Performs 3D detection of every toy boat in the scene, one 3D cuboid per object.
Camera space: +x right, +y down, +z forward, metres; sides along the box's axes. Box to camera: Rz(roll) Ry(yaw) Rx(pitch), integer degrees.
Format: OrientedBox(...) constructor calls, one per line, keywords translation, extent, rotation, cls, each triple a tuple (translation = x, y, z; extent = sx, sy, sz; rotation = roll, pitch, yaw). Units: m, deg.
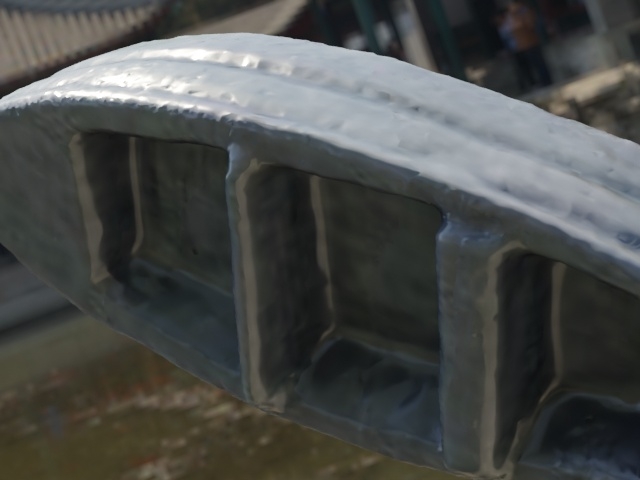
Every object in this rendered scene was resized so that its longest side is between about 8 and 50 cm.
OrientedBox(translation=(0.000, 0.000, 0.599), extent=(0.283, 0.127, 0.078), rotation=(18, 45, 25), cls="toy boat")
